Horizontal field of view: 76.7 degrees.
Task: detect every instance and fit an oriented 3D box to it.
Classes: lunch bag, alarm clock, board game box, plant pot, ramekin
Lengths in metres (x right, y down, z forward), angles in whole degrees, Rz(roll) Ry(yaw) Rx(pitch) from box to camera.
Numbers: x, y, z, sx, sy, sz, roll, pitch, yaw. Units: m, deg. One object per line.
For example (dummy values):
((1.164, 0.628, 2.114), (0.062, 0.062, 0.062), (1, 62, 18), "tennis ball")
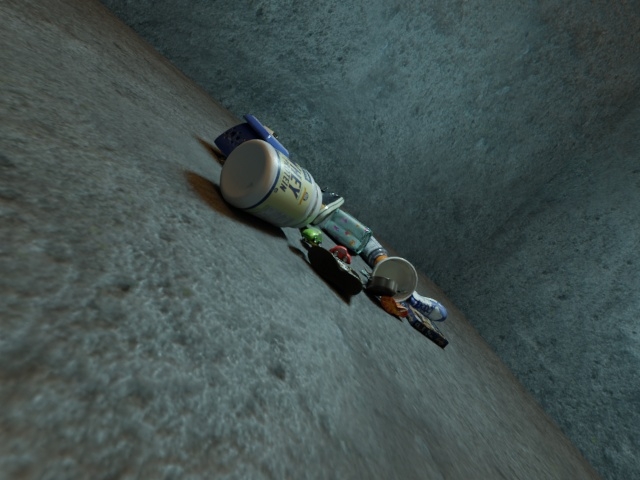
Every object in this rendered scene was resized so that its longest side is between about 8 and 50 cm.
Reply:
((0.159, -0.045, 2.207), (0.223, 0.160, 0.262), (37, 2, 13), "lunch bag")
((0.280, 0.205, 1.727), (0.191, 0.064, 0.129), (12, -21, -1), "alarm clock")
((0.494, 0.401, 1.943), (0.243, 0.042, 0.165), (37, 12, -25), "board game box")
((-0.293, -0.402, 1.809), (0.236, 0.212, 0.236), (49, 7, 30), "plant pot")
((0.330, 0.174, 1.856), (0.207, 0.207, 0.109), (41, 2, -5), "ramekin")

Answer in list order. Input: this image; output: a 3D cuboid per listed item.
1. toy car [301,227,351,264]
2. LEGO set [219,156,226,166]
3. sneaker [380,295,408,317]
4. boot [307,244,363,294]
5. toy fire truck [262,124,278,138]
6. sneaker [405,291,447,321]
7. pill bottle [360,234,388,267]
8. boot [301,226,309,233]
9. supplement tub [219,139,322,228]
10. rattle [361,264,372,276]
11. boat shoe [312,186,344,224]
((0.000, 0.000, 1.528), (0.239, 0.053, 0.225), (26, -7, 28), "toy car")
((-0.405, -0.321, 1.694), (0.054, 0.023, 0.083), (36, 25, -16), "LEGO set")
((0.306, 0.286, 1.743), (0.175, 0.064, 0.067), (38, -11, -35), "sneaker")
((0.061, 0.111, 1.495), (0.236, 0.085, 0.178), (39, 4, 10), "boot")
((-0.323, -0.429, 2.053), (0.158, 0.246, 0.217), (33, -31, -10), "toy fire truck")
((0.496, 0.329, 2.055), (0.296, 0.112, 0.131), (29, 12, 21), "sneaker")
((0.304, 0.068, 2.337), (0.130, 0.130, 0.246), (32, 15, -40), "pill bottle")
((-0.040, -0.026, 1.779), (0.114, 0.037, 0.106), (39, 13, -36), "boot")
((-0.163, -0.182, 1.420), (0.235, 0.235, 0.324), (49, 14, 34), "supplement tub")
((0.284, 0.217, 1.966), (0.199, 0.143, 0.130), (23, -16, -16), "rattle")
((0.009, -0.204, 2.242), (0.156, 0.187, 0.500), (48, 16, 1), "boat shoe")
